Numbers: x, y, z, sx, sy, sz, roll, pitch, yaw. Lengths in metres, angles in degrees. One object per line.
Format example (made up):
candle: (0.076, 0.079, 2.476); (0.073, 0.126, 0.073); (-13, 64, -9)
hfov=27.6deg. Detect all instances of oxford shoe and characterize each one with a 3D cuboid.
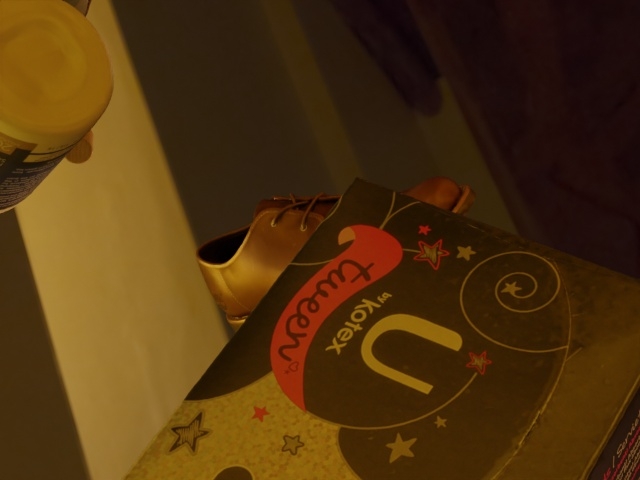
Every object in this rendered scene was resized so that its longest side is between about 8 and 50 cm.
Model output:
oxford shoe: (0.000, 0.000, 0.804); (0.212, 0.076, 0.076); (-23, 21, 38)

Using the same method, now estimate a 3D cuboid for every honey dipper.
honey dipper: (-0.242, -0.120, 1.312); (0.030, 0.160, 0.030); (-3, -64, -7)

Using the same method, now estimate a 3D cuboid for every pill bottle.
pill bottle: (-0.141, -0.050, 0.553); (0.067, 0.067, 0.120); (-3, -19, -35)

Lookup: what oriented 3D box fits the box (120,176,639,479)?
box: (0.023, 0.120, 0.524); (0.247, 0.163, 0.142); (-51, -32, -28)

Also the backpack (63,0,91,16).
backpack: (-0.242, -0.175, 0.673); (0.263, 0.213, 0.276); (12, 4, 15)
